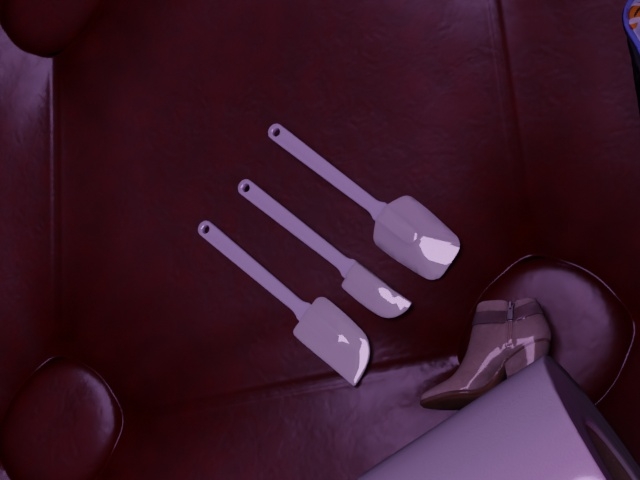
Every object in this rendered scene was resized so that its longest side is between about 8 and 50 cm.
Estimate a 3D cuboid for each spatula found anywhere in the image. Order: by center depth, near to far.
[{"bbox_3d":[0.000,0.000,1.166,0.242,0.019,0.168,39,98,31],"label":"spatula"}]

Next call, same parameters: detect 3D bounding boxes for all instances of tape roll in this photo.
[{"bbox_3d":[0.159,0.228,0.884,0.169,0.246,0.246,-35,62,12],"label":"tape roll"}]

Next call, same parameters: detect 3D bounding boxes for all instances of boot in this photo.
[{"bbox_3d":[0.140,0.095,1.056,0.118,0.042,0.087,-10,63,21],"label":"boot"}]

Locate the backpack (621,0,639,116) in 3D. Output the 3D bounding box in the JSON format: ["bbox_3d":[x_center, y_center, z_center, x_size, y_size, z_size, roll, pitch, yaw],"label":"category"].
[{"bbox_3d":[0.374,-0.124,0.912,0.263,0.213,0.276,-11,56,8],"label":"backpack"}]
